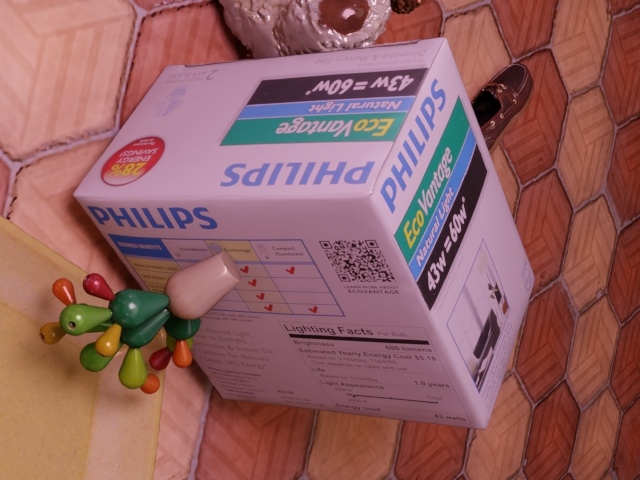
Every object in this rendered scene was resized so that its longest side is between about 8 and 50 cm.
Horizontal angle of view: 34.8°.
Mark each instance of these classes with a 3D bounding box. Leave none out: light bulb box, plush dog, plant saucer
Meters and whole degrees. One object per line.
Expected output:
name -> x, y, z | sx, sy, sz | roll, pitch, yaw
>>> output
light bulb box -> 0.000, 0.000, 1.108 | 0.361, 0.357, 0.225 | 62, 41, -39
plush dog -> 0.001, -0.298, 1.196 | 0.225, 0.262, 0.211 | -38, 160, -27
plant saucer -> -0.288, 0.170, 0.962 | 0.333, 0.081, 0.333 | 43, 40, -46

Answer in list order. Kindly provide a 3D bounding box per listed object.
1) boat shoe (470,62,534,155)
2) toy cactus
boat shoe -> 0.278, -0.215, 1.635 | 0.207, 0.073, 0.073 | -58, 139, -24
toy cactus -> -0.161, 0.067, 0.998 | 0.180, 0.112, 0.219 | -33, 148, 11
